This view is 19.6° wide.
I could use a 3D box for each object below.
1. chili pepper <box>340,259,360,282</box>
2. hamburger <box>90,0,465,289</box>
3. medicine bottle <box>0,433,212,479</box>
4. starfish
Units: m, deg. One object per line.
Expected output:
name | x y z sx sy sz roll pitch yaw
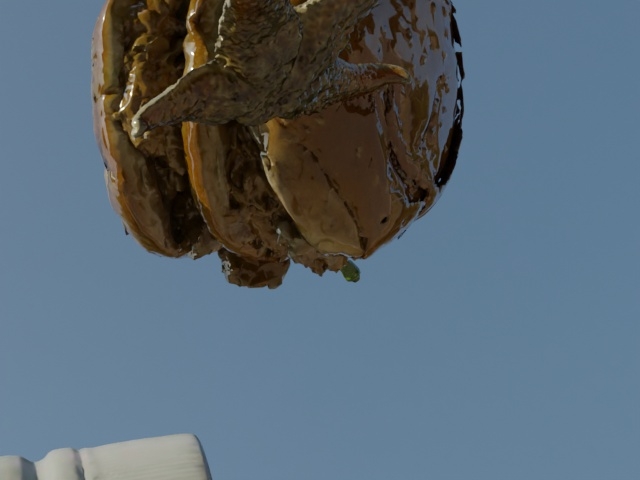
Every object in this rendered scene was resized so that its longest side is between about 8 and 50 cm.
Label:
chili pepper | -0.001 0.001 1.389 0.017 0.083 0.030 -43 0 5
hamburger | -0.030 -0.109 1.259 0.211 0.260 0.245 3 -47 26
medicine bottle | -0.061 0.067 0.320 0.089 0.057 0.057 -8 -44 -10
starfish | -0.005 -0.113 1.012 0.138 0.050 0.247 -43 -14 34
